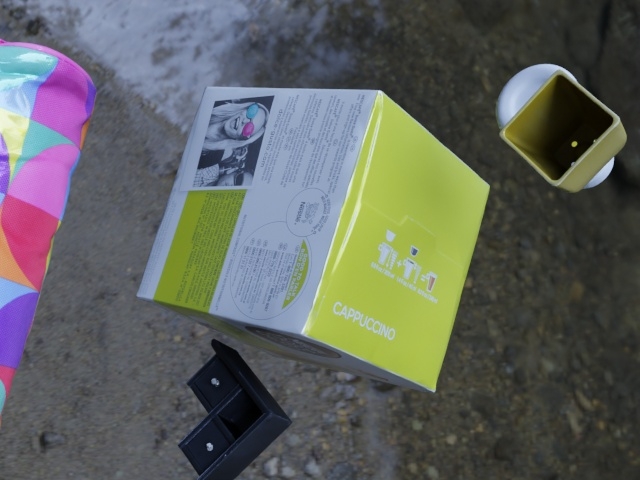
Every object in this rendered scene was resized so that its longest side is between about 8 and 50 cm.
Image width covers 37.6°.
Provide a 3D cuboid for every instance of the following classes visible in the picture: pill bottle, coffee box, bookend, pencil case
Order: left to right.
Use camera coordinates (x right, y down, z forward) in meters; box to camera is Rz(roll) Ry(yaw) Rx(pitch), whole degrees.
[{"bbox_3d":[-0.189,0.010,0.479,0.104,0.104,0.236,19,73,-27],"label":"pencil case"},{"bbox_3d":[-0.152,0.257,1.372,0.156,0.157,0.072,-44,148,3],"label":"bookend"},{"bbox_3d":[0.000,0.000,1.384,0.337,0.334,0.338,30,73,-48],"label":"coffee box"},{"bbox_3d":[0.295,-0.131,1.150,0.184,0.103,0.103,30,60,-51],"label":"pill bottle"}]

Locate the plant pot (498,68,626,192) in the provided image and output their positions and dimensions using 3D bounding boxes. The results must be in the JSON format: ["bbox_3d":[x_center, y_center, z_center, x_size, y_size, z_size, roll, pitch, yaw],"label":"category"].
[{"bbox_3d":[0.233,-0.093,0.871,0.083,0.081,0.081,20,25,-54],"label":"plant pot"}]
